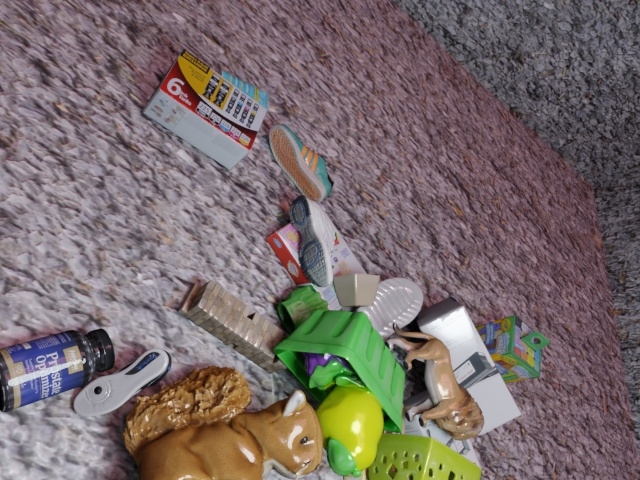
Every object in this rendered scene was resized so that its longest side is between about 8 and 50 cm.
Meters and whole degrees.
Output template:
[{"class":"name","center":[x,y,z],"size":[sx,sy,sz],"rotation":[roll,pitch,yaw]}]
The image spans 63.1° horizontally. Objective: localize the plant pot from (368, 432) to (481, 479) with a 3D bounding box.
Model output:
[{"class":"plant pot","center":[0.259,0.658,1.387],"size":[0.227,0.228,0.207],"rotation":[38,55,-24]}]

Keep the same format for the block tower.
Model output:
[{"class":"block tower","center":[-0.210,0.237,1.402],"size":[0.336,0.097,0.090],"rotation":[38,48,-19]}]

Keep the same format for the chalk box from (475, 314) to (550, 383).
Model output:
[{"class":"chalk box","center":[0.719,0.417,1.984],"size":[0.180,0.289,0.179],"rotation":[38,48,-20]}]

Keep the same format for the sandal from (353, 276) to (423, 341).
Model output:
[{"class":"sandal","center":[0.180,0.265,1.735],"size":[0.416,0.102,0.169],"rotation":[-37,80,-33]}]

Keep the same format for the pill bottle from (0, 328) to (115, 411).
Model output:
[{"class":"pill bottle","center":[-0.549,0.255,1.073],"size":[0.219,0.123,0.122],"rotation":[-13,78,-44]}]

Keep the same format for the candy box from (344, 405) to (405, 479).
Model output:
[{"class":"candy box","center":[0.161,0.632,1.528],"size":[0.183,0.088,0.316],"rotation":[21,57,-34]}]

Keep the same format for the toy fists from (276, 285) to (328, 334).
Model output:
[{"class":"toy fists","center":[-0.019,0.274,1.552],"size":[0.142,0.096,0.279],"rotation":[-22,85,-33]}]

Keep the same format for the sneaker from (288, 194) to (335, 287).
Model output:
[{"class":"sneaker","center":[0.000,0.000,1.610],"size":[0.129,0.111,0.296],"rotation":[7,65,-45]}]

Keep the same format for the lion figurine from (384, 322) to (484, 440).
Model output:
[{"class":"lion figurine","center":[0.357,0.421,1.582],"size":[0.241,0.142,0.391],"rotation":[-9,83,-24]}]

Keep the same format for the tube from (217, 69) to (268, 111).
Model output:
[{"class":"tube","center":[-0.263,-0.512,1.779],"size":[0.207,0.052,0.080],"rotation":[18,65,-41]}]

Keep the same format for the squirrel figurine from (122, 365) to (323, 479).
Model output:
[{"class":"squirrel figurine","center":[-0.200,0.427,1.138],"size":[0.371,0.281,0.397],"rotation":[-30,61,-16]}]

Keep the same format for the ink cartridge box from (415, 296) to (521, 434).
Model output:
[{"class":"ink cartridge box","center":[0.488,0.413,1.783],"size":[0.394,0.166,0.285],"rotation":[63,6,2]}]

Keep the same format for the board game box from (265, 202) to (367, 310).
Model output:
[{"class":"board game box","center":[0.000,0.064,1.695],"size":[0.242,0.064,0.316],"rotation":[-36,94,-45]}]

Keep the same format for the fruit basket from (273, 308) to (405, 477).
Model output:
[{"class":"fruit basket","center":[0.054,0.408,1.337],"size":[0.392,0.283,0.391],"rotation":[4,85,-52]}]

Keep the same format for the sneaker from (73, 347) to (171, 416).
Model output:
[{"class":"sneaker","center":[-0.431,0.326,1.176],"size":[0.217,0.121,0.079],"rotation":[-30,76,-12]}]

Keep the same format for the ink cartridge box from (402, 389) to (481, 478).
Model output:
[{"class":"ink cartridge box","center":[0.369,0.644,1.679],"size":[0.211,0.122,0.289],"rotation":[-11,75,-44]}]

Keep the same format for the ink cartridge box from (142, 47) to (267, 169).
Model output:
[{"class":"ink cartridge box","center":[-0.336,-0.421,1.604],"size":[0.310,0.130,0.271],"rotation":[32,50,-25]}]

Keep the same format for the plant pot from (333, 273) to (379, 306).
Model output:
[{"class":"plant pot","center":[0.112,0.159,1.631],"size":[0.109,0.109,0.096],"rotation":[8,77,-39]}]

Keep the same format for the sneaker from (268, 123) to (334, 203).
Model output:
[{"class":"sneaker","center":[-0.062,-0.276,1.794],"size":[0.302,0.108,0.121],"rotation":[57,43,-14]}]
